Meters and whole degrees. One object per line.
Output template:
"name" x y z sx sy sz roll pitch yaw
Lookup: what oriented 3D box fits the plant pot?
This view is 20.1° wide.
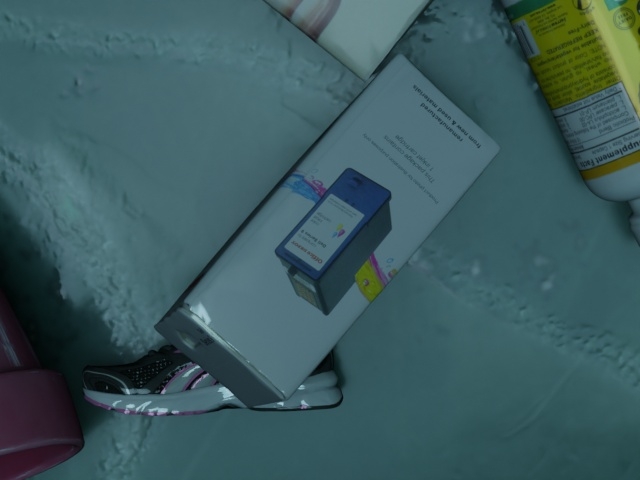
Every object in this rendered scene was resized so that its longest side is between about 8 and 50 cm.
"plant pot" -0.277 0.082 1.198 0.201 0.201 0.180 -19 80 5

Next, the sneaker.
"sneaker" -0.075 0.082 1.249 0.178 0.072 0.077 -2 84 -5

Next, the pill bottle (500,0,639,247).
"pill bottle" 0.210 -0.098 1.182 0.117 0.117 0.208 -25 94 5

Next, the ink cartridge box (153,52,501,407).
"ink cartridge box" 0.000 0.000 1.155 0.093 0.154 0.212 43 76 -3

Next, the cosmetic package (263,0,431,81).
"cosmetic package" -0.043 -0.243 1.164 0.296 0.153 0.129 38 98 0
